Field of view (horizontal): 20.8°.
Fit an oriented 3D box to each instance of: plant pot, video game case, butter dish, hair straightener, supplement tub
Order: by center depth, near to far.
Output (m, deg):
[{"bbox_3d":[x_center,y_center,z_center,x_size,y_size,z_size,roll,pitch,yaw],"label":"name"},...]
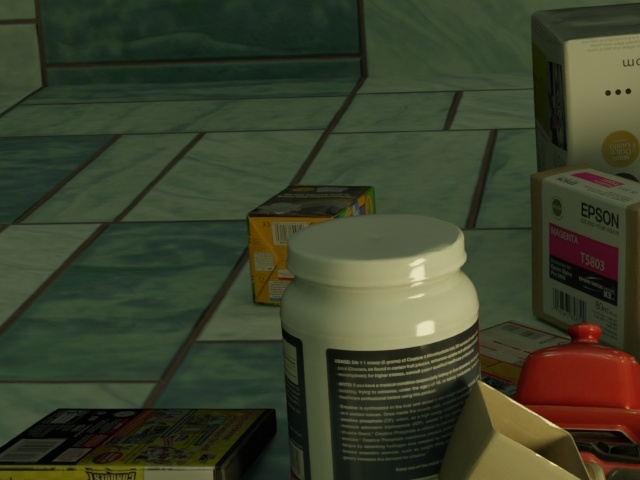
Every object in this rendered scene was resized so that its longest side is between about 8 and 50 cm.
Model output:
[{"bbox_3d":[0.165,0.209,1.576,0.109,0.096,0.109,31,15,-13],"label":"plant pot"},{"bbox_3d":[0.059,0.126,1.676,0.191,0.272,0.191,-3,16,1],"label":"supplement tub"},{"bbox_3d":[0.290,0.211,1.738,0.230,0.047,0.089,-1,16,9],"label":"hair straightener"},{"bbox_3d":[0.268,0.142,1.784,0.160,0.118,0.160,-1,-15,19],"label":"butter dish"},{"bbox_3d":[-0.191,0.214,1.787,0.248,0.035,0.275,-1,6,9],"label":"video game case"},{"bbox_3d":[0.190,0.156,2.000,0.285,0.025,0.204,-15,20,-37],"label":"video game case"}]

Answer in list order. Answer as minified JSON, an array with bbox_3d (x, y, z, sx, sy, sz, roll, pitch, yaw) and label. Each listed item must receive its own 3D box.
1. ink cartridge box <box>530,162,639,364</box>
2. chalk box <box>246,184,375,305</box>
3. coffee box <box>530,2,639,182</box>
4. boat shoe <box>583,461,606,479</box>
[{"bbox_3d":[0.351,0.024,2.122,0.088,0.193,0.235,-11,17,-24],"label":"ink cartridge box"},{"bbox_3d":[0.000,0.000,2.403,0.132,0.132,0.213,2,16,21],"label":"chalk box"},{"bbox_3d":[0.488,-0.153,2.459,0.338,0.334,0.338,-5,14,-1],"label":"coffee box"},{"bbox_3d":[0.230,0.249,1.592,0.059,0.063,0.170,4,17,3],"label":"boat shoe"}]
